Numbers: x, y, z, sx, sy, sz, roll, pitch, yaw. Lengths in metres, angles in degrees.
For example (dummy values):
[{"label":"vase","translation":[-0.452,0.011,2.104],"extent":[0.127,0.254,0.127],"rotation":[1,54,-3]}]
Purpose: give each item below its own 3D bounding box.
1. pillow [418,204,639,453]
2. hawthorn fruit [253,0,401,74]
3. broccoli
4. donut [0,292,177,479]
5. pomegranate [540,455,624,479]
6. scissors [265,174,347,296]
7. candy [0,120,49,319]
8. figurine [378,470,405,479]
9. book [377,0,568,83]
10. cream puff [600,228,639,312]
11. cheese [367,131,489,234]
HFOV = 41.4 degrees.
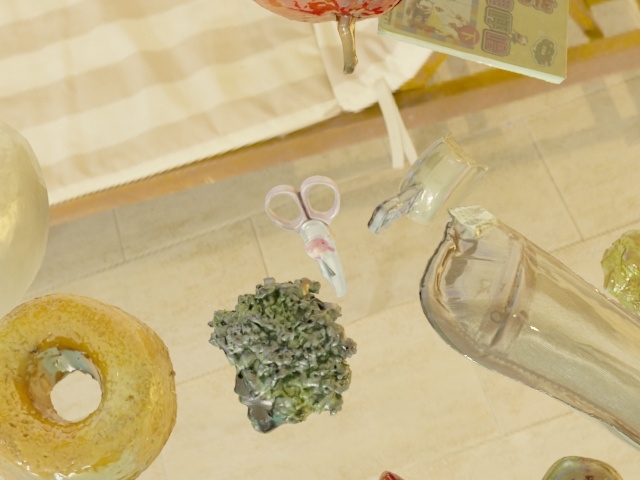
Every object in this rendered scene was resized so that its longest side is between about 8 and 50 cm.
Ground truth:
[{"label":"pillow","translation":[0.152,0.063,0.417],"extent":[0.233,0.038,0.130],"rotation":[33,31,-1]},{"label":"hawthorn fruit","translation":[0.000,-0.237,0.642],"extent":[0.197,0.196,0.225],"rotation":[-14,90,5]},{"label":"broccoli","translation":[-0.026,0.129,1.012],"extent":[0.146,0.304,0.164],"rotation":[-30,83,2]},{"label":"donut","translation":[-0.319,0.187,1.074],"extent":[0.278,0.108,0.277],"rotation":[0,62,-1]},{"label":"pomegranate","translation":[0.483,0.497,1.551],"extent":[0.179,0.210,0.179],"rotation":[-9,50,11]},{"label":"scissors","translation":[0.000,0.000,1.360],"extent":[0.118,0.242,0.030],"rotation":[-15,38,11]},{"label":"candy","translation":[-0.598,-0.006,1.523],"extent":[0.186,0.386,0.427],"rotation":[5,31,-4]},{"label":"figurine","translation":[0.084,0.387,1.013],"extent":[0.173,0.173,0.173],"rotation":[-5,64,10]},{"label":"book","translation":[0.156,-0.248,0.847],"extent":[0.192,0.013,0.167],"rotation":[13,64,-6]},{"label":"cream puff","translation":[0.509,0.045,1.281],"extent":[0.156,0.156,0.121],"rotation":[6,73,15]},{"label":"cheese","translation":[0.105,-0.054,0.810],"extent":[0.048,0.171,0.092],"rotation":[40,115,19]}]
